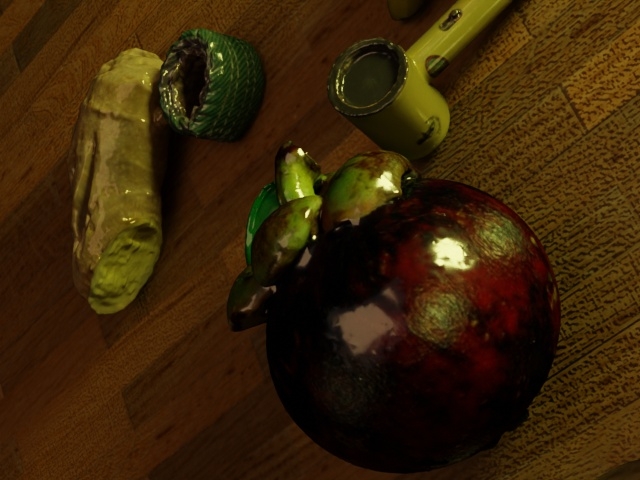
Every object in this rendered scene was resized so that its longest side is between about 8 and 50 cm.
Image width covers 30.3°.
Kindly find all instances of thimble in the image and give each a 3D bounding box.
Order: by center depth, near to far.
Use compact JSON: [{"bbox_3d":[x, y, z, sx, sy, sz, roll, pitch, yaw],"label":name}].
[{"bbox_3d":[-0.140,-0.194,1.486,0.118,0.090,0.135,22,99,41],"label":"thimble"}]

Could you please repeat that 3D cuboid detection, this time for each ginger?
[{"bbox_3d":[-0.269,-0.078,1.562,0.190,0.126,0.354,-2,81,37],"label":"ginger"}]

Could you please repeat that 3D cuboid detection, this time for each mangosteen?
[{"bbox_3d":[0.076,0.066,1.120,0.311,0.311,0.311,-7,79,41],"label":"mangosteen"}]

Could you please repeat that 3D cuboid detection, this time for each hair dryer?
[{"bbox_3d":[0.143,-0.209,1.230,0.279,0.135,0.090,-45,55,8],"label":"hair dryer"}]

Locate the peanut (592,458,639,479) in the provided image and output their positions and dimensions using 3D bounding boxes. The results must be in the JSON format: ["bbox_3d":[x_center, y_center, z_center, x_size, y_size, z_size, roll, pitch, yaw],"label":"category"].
[{"bbox_3d":[0.223,0.283,1.065,0.313,0.149,0.149,-25,68,35],"label":"peanut"}]

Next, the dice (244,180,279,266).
[{"bbox_3d":[0.000,0.000,1.313,0.131,0.120,0.128,3,88,45],"label":"dice"}]

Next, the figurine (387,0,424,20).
[{"bbox_3d":[0.132,-0.398,1.215,0.327,0.169,0.218,-32,87,28],"label":"figurine"}]
